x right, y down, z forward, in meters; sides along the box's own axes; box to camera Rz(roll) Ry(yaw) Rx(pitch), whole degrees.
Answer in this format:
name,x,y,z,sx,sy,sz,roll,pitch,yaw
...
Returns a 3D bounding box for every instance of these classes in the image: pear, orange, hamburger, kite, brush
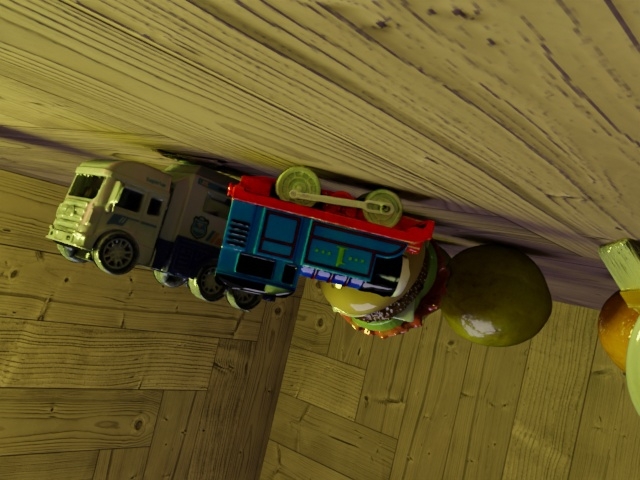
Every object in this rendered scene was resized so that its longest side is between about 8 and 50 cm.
name,x,y,z,sx,sy,sz,roll,pitch,yaw
pear,0.248,0.079,0.967,0.162,0.149,0.149,20,175,-17
orange,0.512,0.141,1.008,0.177,0.155,0.177,23,169,5
hamburger,0.071,0.034,0.868,0.175,0.175,0.137,11,164,32
kite,-0.131,-0.088,0.808,0.156,0.011,0.139,14,179,-22
brush,0.358,0.123,0.661,0.013,0.272,0.103,-27,171,5

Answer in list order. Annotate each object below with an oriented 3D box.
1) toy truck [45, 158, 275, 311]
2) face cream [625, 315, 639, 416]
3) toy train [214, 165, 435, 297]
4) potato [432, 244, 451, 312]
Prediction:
name,x,y,z,sx,sy,sz,roll,pitch,yaw
toy truck,-0.170,-0.018,0.799,0.268,0.155,0.124,22,172,-42
face cream,0.488,0.152,0.756,0.187,0.201,0.201,13,177,-17
toy train,0.000,0.000,0.675,0.204,0.131,0.083,13,177,-8
potato,0.134,0.060,1.172,0.169,0.143,0.248,27,171,-31
